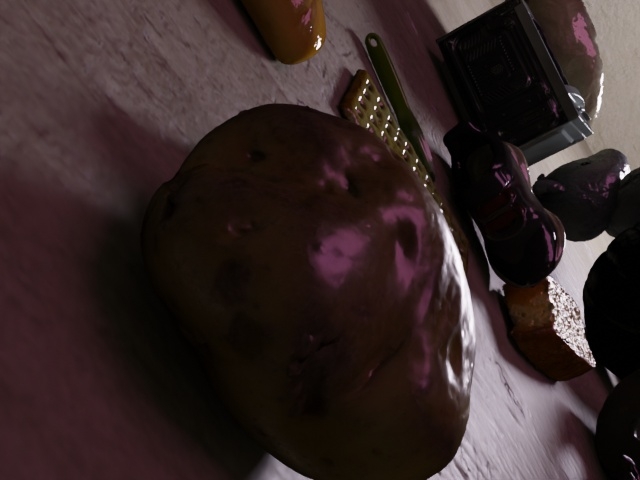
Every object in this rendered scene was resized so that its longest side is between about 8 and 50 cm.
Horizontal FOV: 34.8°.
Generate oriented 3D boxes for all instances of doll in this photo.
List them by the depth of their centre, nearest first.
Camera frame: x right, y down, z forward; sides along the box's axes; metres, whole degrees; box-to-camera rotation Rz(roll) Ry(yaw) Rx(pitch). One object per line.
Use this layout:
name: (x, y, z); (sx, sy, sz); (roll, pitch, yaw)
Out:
doll: (0.524, -0.075, 1.703); (0.246, 0.340, 0.158); (58, 32, -70)

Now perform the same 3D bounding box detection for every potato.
potato: (0.000, 0.031, 0.512); (0.200, 0.137, 0.154); (53, 52, -27)

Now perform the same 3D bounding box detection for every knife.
knife: (0.088, -0.147, 1.117); (0.026, 0.022, 0.184); (96, -28, -76)

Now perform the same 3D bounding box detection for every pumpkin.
pumpkin: (0.549, 0.081, 1.609); (0.296, 0.296, 0.296); (51, 23, -31)

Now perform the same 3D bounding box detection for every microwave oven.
microwave oven: (0.278, -0.221, 1.480); (0.122, 0.162, 0.208); (18, 48, -64)

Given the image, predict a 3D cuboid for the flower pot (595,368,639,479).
flower pot: (0.455, 0.253, 1.271); (0.166, 0.269, 0.269); (24, 38, -26)

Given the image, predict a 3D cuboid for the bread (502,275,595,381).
bread: (0.270, 0.104, 1.206); (0.187, 0.065, 0.103); (36, 38, -50)

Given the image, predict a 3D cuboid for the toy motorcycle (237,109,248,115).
toy motorcycle: (0.000, 0.000, 0.651); (0.190, 0.074, 0.106); (61, 11, -7)

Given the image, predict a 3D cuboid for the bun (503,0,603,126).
bun: (0.336, -0.275, 1.656); (0.287, 0.146, 0.287); (167, -90, -75)

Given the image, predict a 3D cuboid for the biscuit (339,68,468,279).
biscuit: (0.090, -0.059, 1.021); (0.231, 0.016, 0.139); (57, 22, -16)

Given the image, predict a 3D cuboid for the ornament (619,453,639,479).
ornament: (0.353, 0.366, 1.048); (0.260, 0.106, 0.251); (-90, 155, -69)

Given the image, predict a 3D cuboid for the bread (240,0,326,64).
bread: (-0.031, -0.203, 0.834); (0.115, 0.056, 0.082); (58, 21, -15)

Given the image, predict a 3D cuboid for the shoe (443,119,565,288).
shoe: (0.202, -0.048, 1.189); (0.112, 0.099, 0.227); (38, 27, -38)
